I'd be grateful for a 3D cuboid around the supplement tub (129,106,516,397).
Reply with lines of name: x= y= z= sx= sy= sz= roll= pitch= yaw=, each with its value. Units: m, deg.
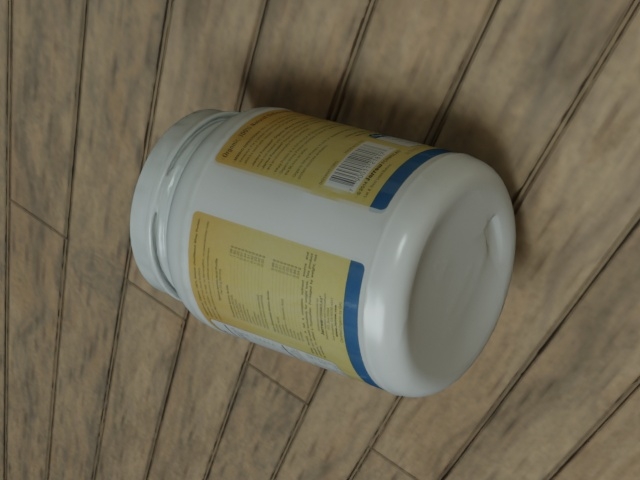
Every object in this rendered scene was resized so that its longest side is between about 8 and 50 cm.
supplement tub: x=0.000 y=0.000 z=0.898 sx=0.200 sy=0.144 sz=0.144 roll=18 pitch=145 yaw=33
